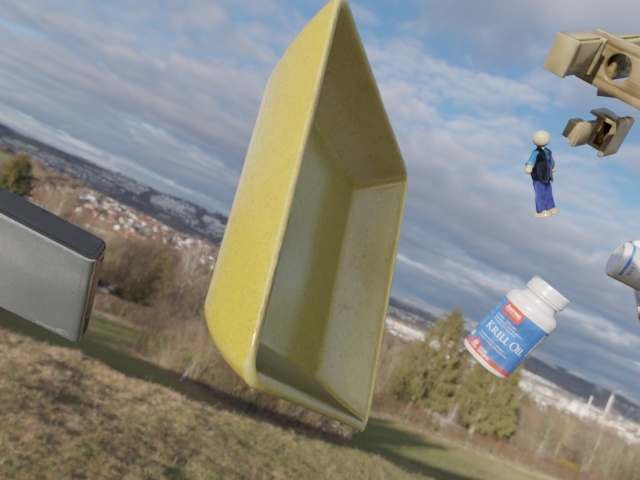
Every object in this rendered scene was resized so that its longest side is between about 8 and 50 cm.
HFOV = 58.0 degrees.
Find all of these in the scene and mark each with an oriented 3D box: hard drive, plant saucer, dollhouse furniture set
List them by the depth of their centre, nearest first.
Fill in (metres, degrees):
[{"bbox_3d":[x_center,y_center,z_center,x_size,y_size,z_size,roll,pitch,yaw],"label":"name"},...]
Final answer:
[{"bbox_3d":[-0.219,0.023,0.445,0.094,0.022,0.135,28,-42,-7],"label":"hard drive"},{"bbox_3d":[0.000,0.000,0.579,0.081,0.332,0.332,5,-21,20],"label":"plant saucer"},{"bbox_3d":[0.343,-0.154,0.685,0.182,0.160,0.101,-16,46,-31],"label":"dollhouse furniture set"}]

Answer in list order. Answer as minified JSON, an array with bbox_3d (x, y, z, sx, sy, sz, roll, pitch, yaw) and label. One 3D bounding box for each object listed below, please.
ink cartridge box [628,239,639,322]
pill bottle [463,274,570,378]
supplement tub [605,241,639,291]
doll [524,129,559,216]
[{"bbox_3d":[0.711,0.072,1.091,0.218,0.158,0.092,-8,-31,26],"label":"ink cartridge box"},{"bbox_3d":[0.432,0.185,1.268,0.124,0.221,0.124,37,12,-9],"label":"pill bottle"},{"bbox_3d":[0.570,0.055,1.019,0.107,0.071,0.071,28,-1,8],"label":"supplement tub"},{"bbox_3d":[0.497,-0.150,1.290,0.129,0.188,0.046,-15,10,-42],"label":"doll"}]
